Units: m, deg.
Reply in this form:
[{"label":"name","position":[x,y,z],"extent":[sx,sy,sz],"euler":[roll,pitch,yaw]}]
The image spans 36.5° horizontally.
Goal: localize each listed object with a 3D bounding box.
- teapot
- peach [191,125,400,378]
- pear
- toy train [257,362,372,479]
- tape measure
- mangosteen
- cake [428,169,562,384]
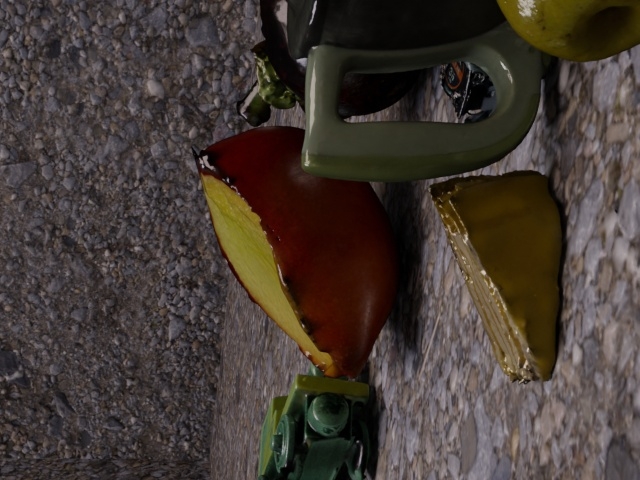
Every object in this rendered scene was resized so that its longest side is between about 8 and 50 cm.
[{"label":"teapot","position":[0.093,-0.231,0.826],"extent":[0.239,0.239,0.322],"euler":[107,167,-52]},{"label":"peach","position":[0.000,0.000,1.262],"extent":[0.362,0.201,0.258],"euler":[53,162,25]},{"label":"pear","position":[0.178,-0.203,0.632],"extent":[0.149,0.148,0.162],"euler":[122,149,-67]},{"label":"toy train","position":[-0.016,0.299,1.471],"extent":[0.369,0.150,0.237],"euler":[109,166,-48]},{"label":"tape measure","position":[0.154,-0.173,0.966],"extent":[0.091,0.054,0.094],"euler":[111,152,-53]},{"label":"mangosteen","position":[-0.003,-0.243,1.217],"extent":[0.289,0.231,0.231],"euler":[-34,36,18]},{"label":"cake","position":[0.146,0.030,0.824],"extent":[0.080,0.116,0.185],"euler":[-138,57,-73]}]
